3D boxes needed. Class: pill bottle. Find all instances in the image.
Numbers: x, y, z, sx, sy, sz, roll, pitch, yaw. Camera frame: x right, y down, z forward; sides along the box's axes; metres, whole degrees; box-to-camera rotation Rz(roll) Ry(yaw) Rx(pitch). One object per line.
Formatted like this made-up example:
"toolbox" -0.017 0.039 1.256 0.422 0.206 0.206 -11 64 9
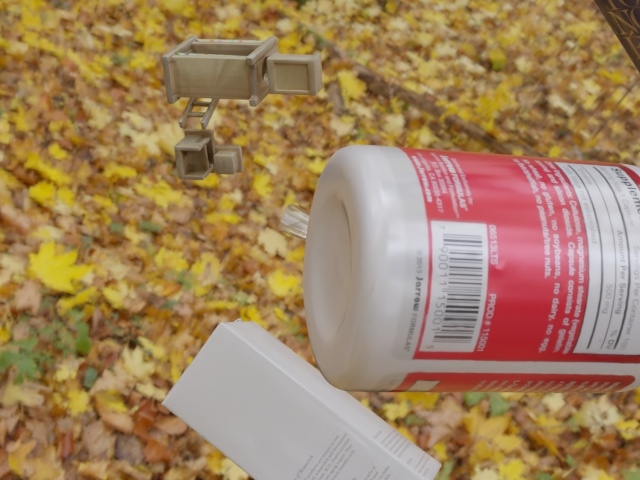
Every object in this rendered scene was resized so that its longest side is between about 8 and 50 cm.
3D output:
"pill bottle" 0.204 0.033 0.934 0.408 0.229 0.229 3 51 -15

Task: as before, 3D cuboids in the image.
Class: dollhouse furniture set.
"dollhouse furniture set" -0.077 -0.155 1.156 0.182 0.160 0.101 5 28 15

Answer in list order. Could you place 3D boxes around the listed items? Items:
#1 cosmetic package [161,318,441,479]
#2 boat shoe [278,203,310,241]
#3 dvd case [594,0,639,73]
"cosmetic package" -0.020 0.278 1.388 0.366 0.155 0.197 35 3 13
"boat shoe" 0.000 0.000 1.700 0.170 0.059 0.063 33 7 -16
"dvd case" 0.367 -0.248 1.028 0.018 0.165 0.221 -48 114 -17
